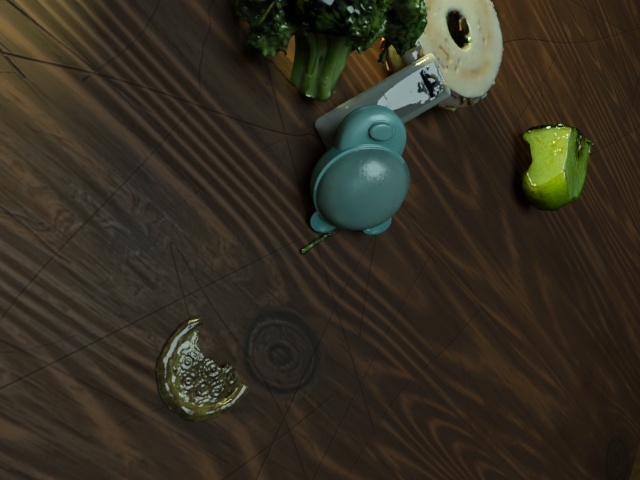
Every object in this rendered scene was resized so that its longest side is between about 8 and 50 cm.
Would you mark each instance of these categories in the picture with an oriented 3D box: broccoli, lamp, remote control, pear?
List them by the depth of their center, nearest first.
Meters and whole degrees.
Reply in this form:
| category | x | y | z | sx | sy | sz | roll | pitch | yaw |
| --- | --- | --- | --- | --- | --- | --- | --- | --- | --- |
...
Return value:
| category | x | y | z | sx | sy | sz | roll | pitch | yaw |
| --- | --- | --- | --- | --- | --- | --- | --- | --- | --- |
| broccoli | 0.020 | -0.452 | 0.899 | 0.317 | 0.277 | 0.338 | -51 | 161 | 10 |
| lamp | 0.089 | -0.138 | 0.966 | 0.210 | 0.147 | 0.283 | 2 | 108 | -21 |
| remote control | 0.144 | -0.295 | 1.034 | 0.313 | 0.055 | 0.109 | -30 | 107 | 0 |
| pear | 0.738 | -0.217 | 1.461 | 0.239 | 0.164 | 0.255 | 5 | 90 | -45 |

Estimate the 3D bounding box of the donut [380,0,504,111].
| category | x | y | z | sx | sy | sz | roll | pitch | yaw |
| --- | --- | --- | --- | --- | --- | --- | --- | --- | --- |
| donut | 0.300 | -0.510 | 1.170 | 0.383 | 0.143 | 0.381 | 2 | 86 | -34 |

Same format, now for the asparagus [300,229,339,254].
| category | x | y | z | sx | sy | sz | roll | pitch | yaw |
| --- | --- | --- | --- | --- | --- | --- | --- | --- | --- |
| asparagus | 0.000 | 0.000 | 1.021 | 0.114 | 0.014 | 0.015 | -32 | 140 | -30 |

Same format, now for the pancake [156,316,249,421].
| category | x | y | z | sx | sy | sz | roll | pitch | yaw |
| --- | --- | --- | --- | --- | --- | --- | --- | --- | --- |
| pancake | -0.210 | 0.244 | 0.862 | 0.191 | 0.020 | 0.184 | 24 | 74 | -32 |
